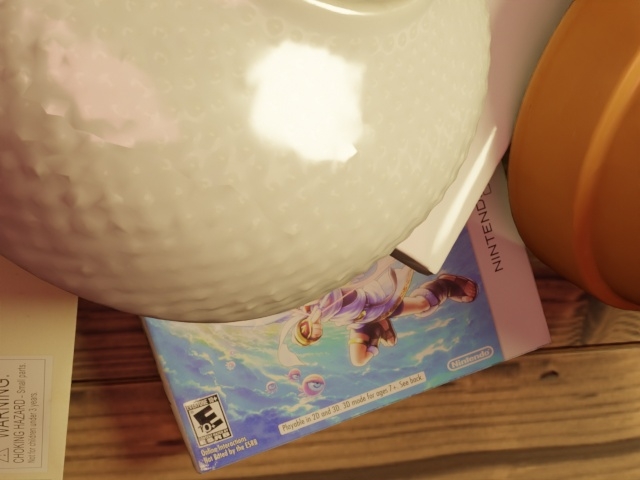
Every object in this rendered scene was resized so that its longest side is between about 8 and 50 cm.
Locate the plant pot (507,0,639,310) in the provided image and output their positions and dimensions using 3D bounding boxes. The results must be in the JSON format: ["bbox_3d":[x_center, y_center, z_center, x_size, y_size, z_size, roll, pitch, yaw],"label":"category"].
[{"bbox_3d":[0.291,-0.047,0.716,0.290,0.203,0.291,-21,133,-24],"label":"plant pot"}]

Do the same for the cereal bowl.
[{"bbox_3d":[-0.045,-0.140,0.546,0.339,0.141,0.339,18,57,-30],"label":"cereal bowl"}]

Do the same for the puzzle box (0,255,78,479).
[{"bbox_3d":[-0.280,0.094,0.650,0.272,0.052,0.409,2,133,-16],"label":"puzzle box"}]

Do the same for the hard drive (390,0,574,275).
[{"bbox_3d":[0.058,-0.188,0.737,0.233,0.047,0.353,31,82,-6],"label":"hard drive"}]

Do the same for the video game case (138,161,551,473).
[{"bbox_3d":[0.000,0.000,0.800,0.269,0.061,0.244,-20,102,-7],"label":"video game case"}]
